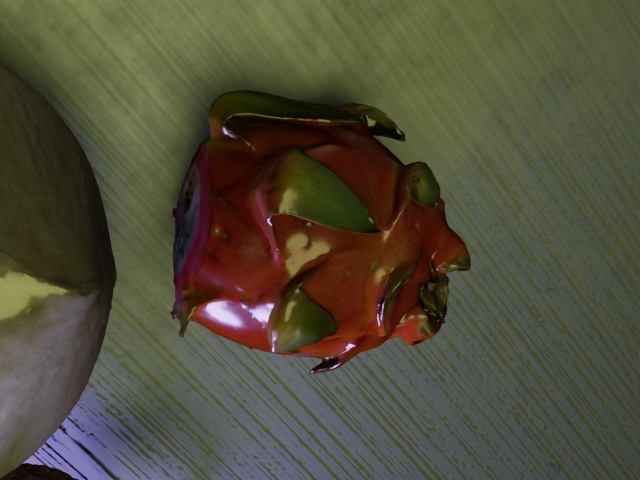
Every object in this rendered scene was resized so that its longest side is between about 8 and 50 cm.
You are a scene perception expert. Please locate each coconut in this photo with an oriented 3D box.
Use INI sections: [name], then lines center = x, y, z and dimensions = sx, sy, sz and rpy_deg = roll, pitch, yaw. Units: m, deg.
[coconut]
center = -0.273, 0.025, 0.652
dimensions = 0.329, 0.329, 0.328
rpy_deg = -5, 111, -12

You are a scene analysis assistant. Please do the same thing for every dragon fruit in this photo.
[dragon fruit]
center = -0.005, -0.003, 0.772
dimensions = 0.227, 0.224, 0.224
rpy_deg = -1, 110, -18

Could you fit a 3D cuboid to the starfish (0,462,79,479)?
[starfish]
center = -0.246, 0.230, 0.802
dimensions = 0.375, 0.327, 0.094
rpy_deg = 29, 59, -45
